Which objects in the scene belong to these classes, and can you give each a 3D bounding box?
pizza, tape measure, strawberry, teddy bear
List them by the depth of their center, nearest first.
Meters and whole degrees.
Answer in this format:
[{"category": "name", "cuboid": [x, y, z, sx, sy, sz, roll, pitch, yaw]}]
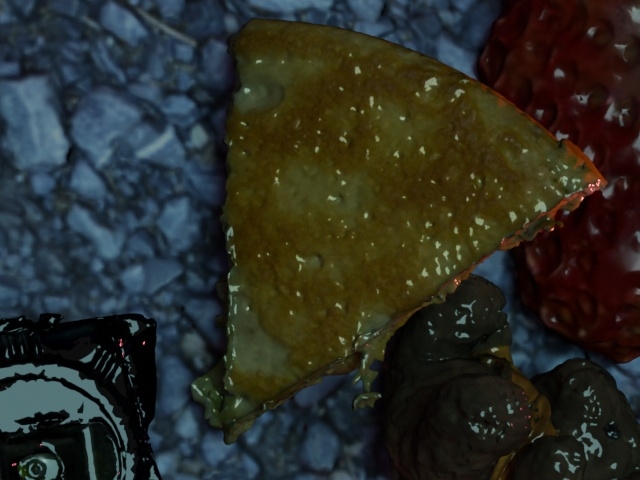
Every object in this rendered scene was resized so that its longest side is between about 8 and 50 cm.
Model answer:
[{"category": "tape measure", "cuboid": [-0.175, 0.143, 1.107, 0.186, 0.112, 0.199, -10, 82, -24]}, {"category": "pizza", "cuboid": [0.000, 0.000, 1.218, 0.280, 0.075, 0.287, 33, 89, 18]}, {"category": "teddy bear", "cuboid": [0.132, 0.123, 1.242, 0.190, 0.140, 0.177, 15, 30, -21]}, {"category": "strawberry", "cuboid": [0.252, -0.081, 1.327, 0.265, 0.149, 0.336, 21, 72, -20]}]
